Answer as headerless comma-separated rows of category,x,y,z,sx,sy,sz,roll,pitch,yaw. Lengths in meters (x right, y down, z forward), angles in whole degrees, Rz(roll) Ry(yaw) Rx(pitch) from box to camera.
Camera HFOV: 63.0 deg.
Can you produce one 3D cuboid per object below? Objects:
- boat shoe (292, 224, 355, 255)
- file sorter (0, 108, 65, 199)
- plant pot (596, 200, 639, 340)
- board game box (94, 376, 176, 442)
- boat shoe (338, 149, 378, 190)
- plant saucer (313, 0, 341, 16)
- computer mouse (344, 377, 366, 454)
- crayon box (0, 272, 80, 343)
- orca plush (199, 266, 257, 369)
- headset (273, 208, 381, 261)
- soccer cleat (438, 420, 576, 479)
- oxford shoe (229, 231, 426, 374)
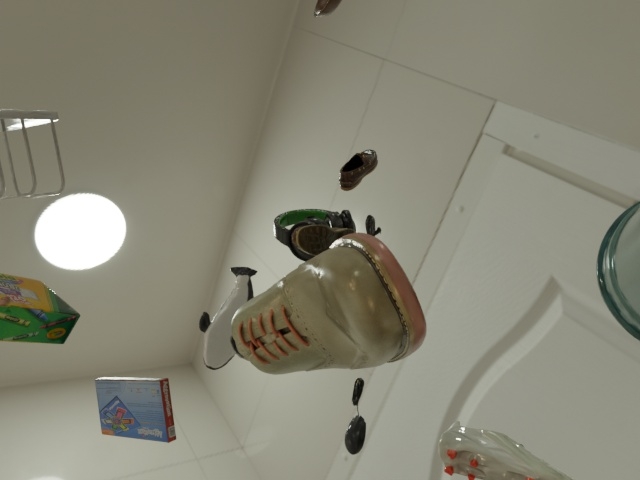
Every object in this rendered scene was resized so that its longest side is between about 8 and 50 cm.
boat shoe,0.000,0.000,1.075,0.178,0.060,0.064,2,-87,-50
file sorter,-0.684,-0.159,1.021,0.277,0.192,0.173,-19,-76,-59
plant pot,0.661,0.024,0.872,0.341,0.341,0.334,-53,-28,4
board game box,-0.461,0.412,1.285,0.027,0.281,0.145,-3,-96,-54
boat shoe,0.124,-0.240,1.659,0.207,0.073,0.073,-52,-37,-41
plant saucer,0.039,-0.539,1.087,0.029,0.168,0.168,23,-76,-19
computer mouse,0.098,0.497,1.502,0.041,0.242,0.071,24,-54,-13
crayon box,-0.664,0.132,1.068,0.081,0.165,0.278,-61,-25,-1
orca plush,-0.253,0.216,1.443,0.151,0.287,0.102,4,-20,-6
headset,0.021,-0.043,1.624,0.243,0.394,0.185,-18,-59,-38
soccer cleat,0.242,0.275,0.631,0.076,0.196,0.068,-37,-40,-54
oxford shoe,-0.014,0.100,0.579,0.146,0.140,0.397,-24,-8,-20
